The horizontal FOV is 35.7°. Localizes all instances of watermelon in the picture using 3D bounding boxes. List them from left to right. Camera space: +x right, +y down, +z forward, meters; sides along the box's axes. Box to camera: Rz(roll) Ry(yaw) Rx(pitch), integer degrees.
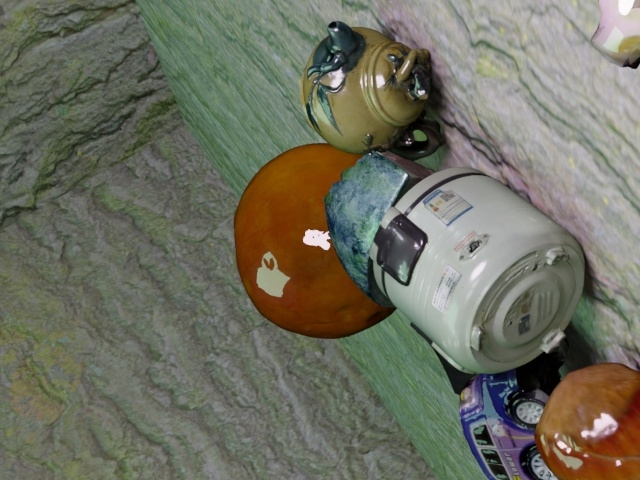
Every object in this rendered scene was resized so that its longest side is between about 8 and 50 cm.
[{"bbox_3d":[0.102,-0.046,1.437,0.148,0.226,0.318,43,160,27],"label":"watermelon"}]

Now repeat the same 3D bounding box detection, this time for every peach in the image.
[{"bbox_3d":[0.000,0.000,1.730,0.343,0.301,0.343,-16,-90,-84],"label":"peach"}]

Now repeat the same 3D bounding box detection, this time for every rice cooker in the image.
[{"bbox_3d":[0.190,0.035,1.256,0.244,0.226,0.226,47,165,44],"label":"rice cooker"}]

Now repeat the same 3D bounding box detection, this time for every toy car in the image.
[{"bbox_3d":[0.283,0.240,1.424,0.235,0.158,0.172,66,-149,-21],"label":"toy car"}]

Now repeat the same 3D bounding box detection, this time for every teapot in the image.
[{"bbox_3d":[0.083,-0.198,1.346,0.182,0.173,0.269,-4,142,46],"label":"teapot"}]

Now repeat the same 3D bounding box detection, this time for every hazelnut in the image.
[{"bbox_3d":[0.352,0.245,1.236,0.182,0.182,0.182,56,170,16],"label":"hazelnut"}]

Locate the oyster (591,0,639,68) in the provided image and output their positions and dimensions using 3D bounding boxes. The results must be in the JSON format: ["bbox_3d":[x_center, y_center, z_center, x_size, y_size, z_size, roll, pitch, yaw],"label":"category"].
[{"bbox_3d":[0.266,-0.176,0.688,0.259,0.092,0.198,30,151,52],"label":"oyster"}]

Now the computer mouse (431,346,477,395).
[{"bbox_3d":[0.260,0.181,1.756,0.264,0.088,0.147,63,153,-5],"label":"computer mouse"}]
